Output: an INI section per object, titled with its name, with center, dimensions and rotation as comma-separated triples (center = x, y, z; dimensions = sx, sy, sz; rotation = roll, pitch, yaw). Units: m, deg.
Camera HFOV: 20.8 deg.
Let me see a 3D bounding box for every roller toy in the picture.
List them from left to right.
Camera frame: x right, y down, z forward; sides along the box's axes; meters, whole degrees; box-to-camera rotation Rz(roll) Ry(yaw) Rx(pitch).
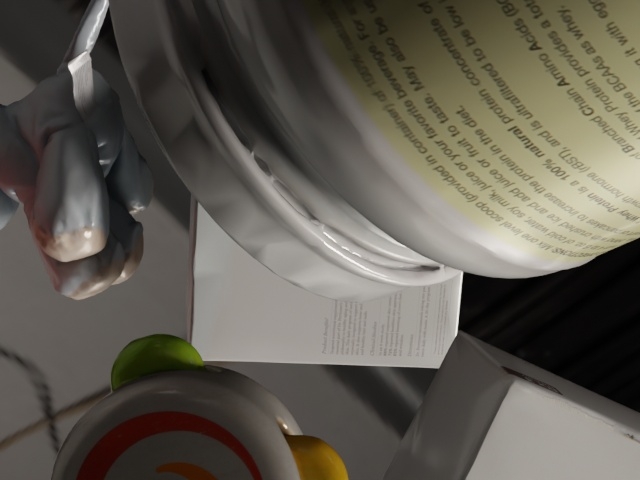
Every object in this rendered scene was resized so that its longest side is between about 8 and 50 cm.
[roller toy]
center = -0.102, 0.194, 1.324
dimensions = 0.209, 0.191, 0.146
rotation = 33, 3, 2

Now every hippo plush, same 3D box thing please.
[hippo plush]
center = -0.319, -0.068, 1.773
dimensions = 0.237, 0.294, 0.234
rotation = -1, 44, 10

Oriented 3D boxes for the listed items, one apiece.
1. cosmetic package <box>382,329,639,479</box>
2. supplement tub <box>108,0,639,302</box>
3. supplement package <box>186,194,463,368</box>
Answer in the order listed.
[cosmetic package]
center = 0.111, 0.279, 1.137
dimensions = 0.217, 0.385, 0.156
rotation = 27, 3, -12
[supplement tub]
center = 0.106, -0.126, 0.612
dimensions = 0.235, 0.325, 0.235
rotation = 32, 45, -38
[supplement package]
center = 0.000, 0.000, 1.758
dimensions = 0.263, 0.199, 0.198
rotation = 2, 17, -6
